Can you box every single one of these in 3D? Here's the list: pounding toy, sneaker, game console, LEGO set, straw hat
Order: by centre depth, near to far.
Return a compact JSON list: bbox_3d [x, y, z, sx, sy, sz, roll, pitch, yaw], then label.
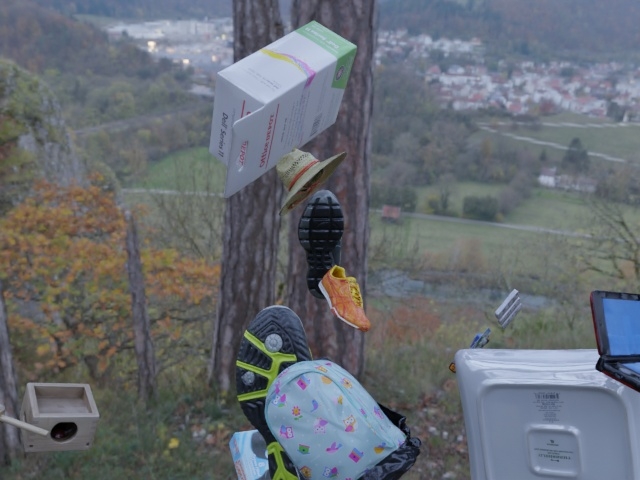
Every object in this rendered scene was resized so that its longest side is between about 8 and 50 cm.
[{"bbox_3d":[0.387,0.121,0.736,0.144,0.085,0.124,6,15,-39],"label":"game console"},{"bbox_3d":[-0.032,-0.102,0.932,0.061,0.144,0.144,48,35,4],"label":"straw hat"},{"bbox_3d":[-0.055,0.303,1.164,0.145,0.384,0.147,-9,6,11],"label":"sneaker"},{"bbox_3d":[0.050,0.109,1.226,0.064,0.067,0.175,22,21,-39],"label":"sneaker"},{"bbox_3d":[-0.561,0.371,1.268,0.206,0.094,0.181,10,15,-33],"label":"pounding toy"},{"bbox_3d":[0.000,0.000,1.419,0.101,0.267,0.106,2,32,0],"label":"sneaker"},{"bbox_3d":[0.401,0.228,1.571,0.060,0.244,0.182,39,-2,28],"label":"LEGO set"}]

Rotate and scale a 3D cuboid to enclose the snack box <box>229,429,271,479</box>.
[{"bbox_3d":[-0.096,0.625,1.584,0.187,0.060,0.322,2,45,-30],"label":"snack box"}]

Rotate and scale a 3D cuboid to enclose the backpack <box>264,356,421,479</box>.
[{"bbox_3d":[0.016,0.228,0.773,0.152,0.182,0.115,-39,-11,-1],"label":"backpack"}]

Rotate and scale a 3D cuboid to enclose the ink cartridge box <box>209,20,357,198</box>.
[{"bbox_3d":[-0.096,-0.256,1.225,0.119,0.207,0.353,37,52,15],"label":"ink cartridge box"}]

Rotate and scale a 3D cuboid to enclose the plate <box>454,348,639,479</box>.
[{"bbox_3d":[0.337,0.294,0.911,0.277,0.278,0.045,-5,7,30],"label":"plate"}]
